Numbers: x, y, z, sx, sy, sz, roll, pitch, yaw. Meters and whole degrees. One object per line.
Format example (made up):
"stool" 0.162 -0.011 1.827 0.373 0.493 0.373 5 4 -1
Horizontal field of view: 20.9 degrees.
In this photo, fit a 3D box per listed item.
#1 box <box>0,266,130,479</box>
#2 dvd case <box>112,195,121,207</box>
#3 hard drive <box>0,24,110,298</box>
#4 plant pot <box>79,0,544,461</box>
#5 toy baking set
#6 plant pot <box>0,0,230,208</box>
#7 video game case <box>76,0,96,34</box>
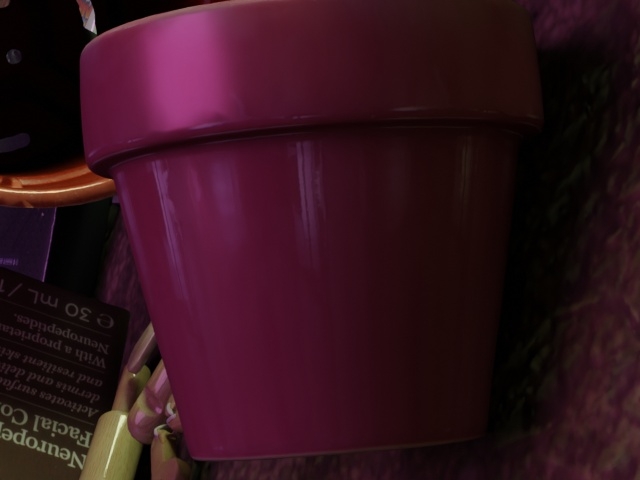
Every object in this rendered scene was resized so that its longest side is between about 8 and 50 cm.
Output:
"box" -0.242 0.187 0.985 0.143 0.191 0.381 -50 26 45
"dvd case" -0.065 -0.107 1.101 0.238 0.029 0.179 1 78 64
"hard drive" -0.215 -0.027 1.312 0.172 0.054 0.255 0 80 57
"plant pot" 0.000 0.000 0.751 0.201 0.201 0.180 -11 82 62
"toy baking set" -0.077 0.085 0.936 0.197 0.030 0.256 -45 24 42
"plant pot" -0.200 -0.150 1.092 0.265 0.272 0.272 175 108 -72
"video game case" -0.207 -0.160 1.428 0.157 0.019 0.143 31 105 63
